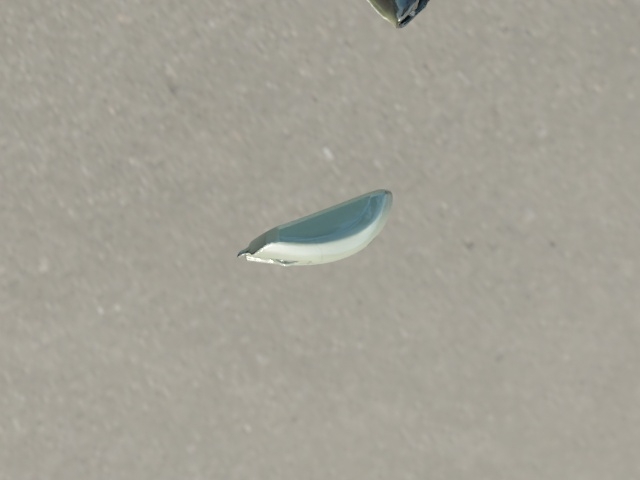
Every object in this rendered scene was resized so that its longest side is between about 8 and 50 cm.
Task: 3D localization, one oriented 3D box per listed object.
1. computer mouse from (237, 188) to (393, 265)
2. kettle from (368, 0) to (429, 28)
[{"bbox_3d":[0.000,0.000,1.219,0.110,0.032,0.056,-20,172,-19],"label":"computer mouse"},{"bbox_3d":[0.040,-0.253,1.045,0.251,0.271,0.207,-47,165,-40],"label":"kettle"}]
